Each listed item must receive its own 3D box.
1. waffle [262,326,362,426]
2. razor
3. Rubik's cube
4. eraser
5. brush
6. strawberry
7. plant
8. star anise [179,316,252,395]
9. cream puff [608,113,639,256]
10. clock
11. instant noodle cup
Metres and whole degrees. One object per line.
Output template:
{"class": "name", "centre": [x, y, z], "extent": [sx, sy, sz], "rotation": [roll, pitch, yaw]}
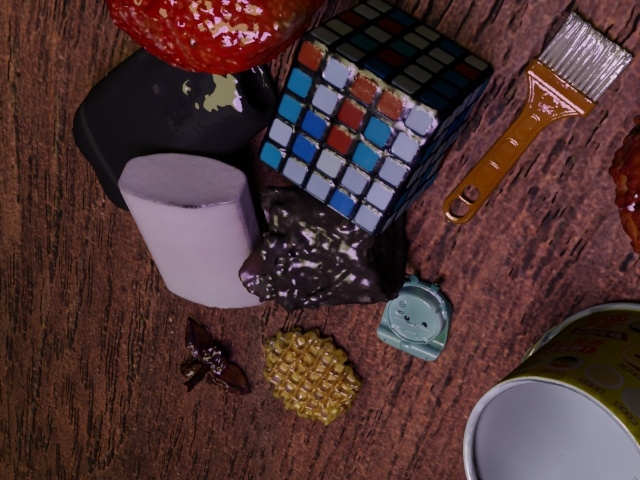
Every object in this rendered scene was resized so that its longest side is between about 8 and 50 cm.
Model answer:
{"class": "waffle", "centre": [-0.019, 0.222, 1.295], "extent": [0.191, 0.038, 0.191], "rotation": [15, 123, 24]}
{"class": "razor", "centre": [-0.224, -0.180, 1.144], "extent": [0.349, 0.113, 0.204], "rotation": [-28, 97, 40]}
{"class": "Rubik's cube", "centre": [0.065, -0.151, 0.931], "extent": [0.182, 0.184, 0.187], "rotation": [35, 128, 11]}
{"class": "eraser", "centre": [-0.173, -0.006, 1.155], "extent": [0.174, 0.094, 0.270], "rotation": [9, 145, 13]}
{"class": "brush", "centre": [0.238, -0.124, 0.947], "extent": [0.090, 0.017, 0.314], "rotation": [40, 131, 6]}
{"class": "strawberry", "centre": [-0.109, -0.303, 0.888], "extent": [0.277, 0.257, 0.257], "rotation": [41, 133, 28]}
{"class": "plant", "centre": [0.000, 0.000, 1.061], "extent": [0.234, 0.204, 0.178], "rotation": [5, 111, 26]}
{"class": "star anise", "centre": [-0.212, 0.235, 1.362], "extent": [0.158, 0.144, 0.140], "rotation": [22, 134, 20]}
{"class": "cream puff", "centre": [0.423, -0.028, 0.671], "extent": [0.351, 0.350, 0.228], "rotation": [7, 111, 29]}
{"class": "clock", "centre": [0.137, 0.101, 1.122], "extent": [0.101, 0.041, 0.135], "rotation": [21, 126, 21]}
{"class": "instant noodle cup", "centre": [0.320, 0.237, 0.911], "extent": [0.311, 0.222, 0.311], "rotation": [11, 106, 44]}
